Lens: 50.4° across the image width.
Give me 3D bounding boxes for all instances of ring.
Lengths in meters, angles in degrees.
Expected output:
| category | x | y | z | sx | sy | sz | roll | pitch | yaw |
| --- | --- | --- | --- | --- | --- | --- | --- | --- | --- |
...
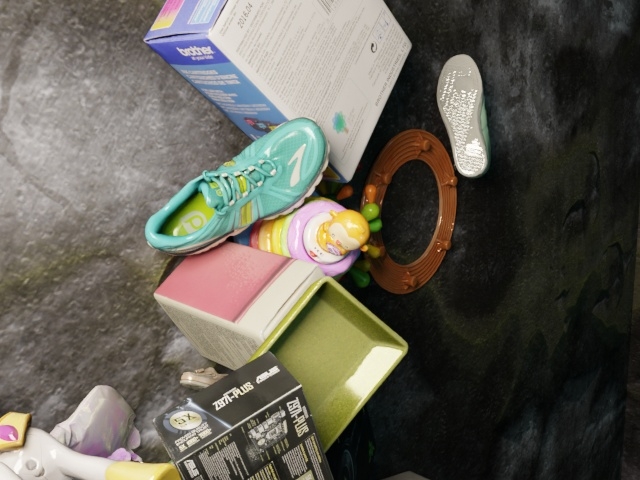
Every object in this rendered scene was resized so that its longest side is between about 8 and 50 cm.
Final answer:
| category | x | y | z | sx | sy | sz | roll | pitch | yaw |
| --- | --- | --- | --- | --- | --- | --- | --- | --- | --- |
| ring | 0.193 | -0.056 | 1.384 | 0.336 | 0.032 | 0.337 | -14 | 109 | -46 |

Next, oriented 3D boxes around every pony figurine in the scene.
| category | x | y | z | sx | sy | sz | roll | pitch | yaw |
| --- | --- | --- | --- | --- | --- | --- | --- | --- | --- |
| pony figurine | -0.283 | 0.271 | 0.730 | 0.303 | 0.363 | 0.351 | -49 | 145 | -35 |

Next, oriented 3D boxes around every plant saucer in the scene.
| category | x | y | z | sx | sy | sz | roll | pitch | yaw |
| --- | --- | --- | --- | --- | --- | --- | --- | --- | --- |
| plant saucer | -0.008 | 0.151 | 0.828 | 0.188 | 0.045 | 0.188 | -50 | 128 | -3 |

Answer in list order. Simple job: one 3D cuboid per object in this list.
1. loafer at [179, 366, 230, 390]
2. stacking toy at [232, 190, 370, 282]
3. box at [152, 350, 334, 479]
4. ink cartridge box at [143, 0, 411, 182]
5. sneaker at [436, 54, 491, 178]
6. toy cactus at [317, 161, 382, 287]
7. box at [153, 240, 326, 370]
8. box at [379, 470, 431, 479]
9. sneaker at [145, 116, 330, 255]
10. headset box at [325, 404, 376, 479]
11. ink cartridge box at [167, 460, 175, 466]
| category | x | y | z | sx | sy | sz | roll | pitch | yaw |
| --- | --- | --- | --- | --- | --- | --- | --- | --- | --- |
| loafer | -0.167 | 0.211 | 1.035 | 0.125 | 0.045 | 0.039 | 36 | 54 | -53 |
| stacking toy | 0.000 | 0.000 | 0.952 | 0.166 | 0.302 | 0.175 | -44 | 100 | -15 |
| box | -0.077 | 0.238 | 0.745 | 0.147 | 0.077 | 0.180 | -29 | 124 | -19 |
| ink cartridge box | -0.058 | -0.302 | 0.960 | 0.395 | 0.151 | 0.270 | 42 | 67 | -46 |
| sneaker | 0.306 | -0.252 | 1.442 | 0.151 | 0.094 | 0.256 | 6 | 78 | -73 |
| toy cactus | 0.021 | -0.017 | 1.167 | 0.180 | 0.112 | 0.219 | -18 | 115 | -25 |
| box | -0.092 | 0.102 | 0.945 | 0.127 | 0.232 | 0.149 | -51 | 132 | -27 |
| box | 0.132 | 0.619 | 1.354 | 0.345 | 0.168 | 0.215 | 5 | 94 | -48 |
| sneaker | -0.107 | -0.062 | 0.886 | 0.107 | 0.275 | 0.110 | 56 | 8 | 7 |
| headset box | -0.010 | 0.344 | 1.091 | 0.283 | 0.131 | 0.247 | -67 | 148 | -54 |
| ink cartridge box | -0.169 | 0.425 | 1.035 | 0.154 | 0.093 | 0.213 | -33 | 119 | -39 |
